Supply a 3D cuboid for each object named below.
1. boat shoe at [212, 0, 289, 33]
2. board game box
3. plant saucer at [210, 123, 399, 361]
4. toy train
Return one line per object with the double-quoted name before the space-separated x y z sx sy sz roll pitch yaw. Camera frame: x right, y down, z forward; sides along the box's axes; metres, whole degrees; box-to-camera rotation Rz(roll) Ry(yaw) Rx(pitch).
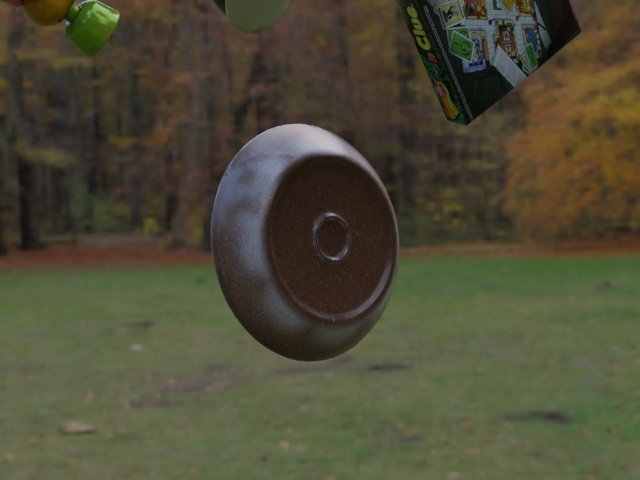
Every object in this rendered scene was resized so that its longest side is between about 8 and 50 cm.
"boat shoe" -0.060 -0.171 0.895 0.043 0.049 0.137 44 5 26
"board game box" 0.100 -0.229 1.062 0.136 0.260 0.030 -37 30 -20
"plant saucer" 0.000 0.000 1.196 0.198 0.198 0.036 -4 -2 -41
"toy train" -0.227 -0.199 1.183 0.143 0.248 0.105 39 -32 -28
